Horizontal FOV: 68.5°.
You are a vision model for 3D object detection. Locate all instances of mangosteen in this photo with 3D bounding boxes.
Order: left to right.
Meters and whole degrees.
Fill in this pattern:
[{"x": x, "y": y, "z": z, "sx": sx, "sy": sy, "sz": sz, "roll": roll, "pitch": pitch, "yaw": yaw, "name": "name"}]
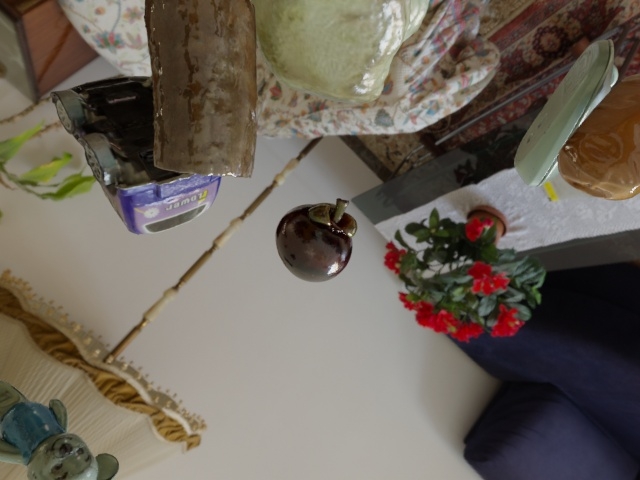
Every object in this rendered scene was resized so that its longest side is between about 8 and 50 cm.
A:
[{"x": -0.003, "y": 0.002, "z": 0.460, "sx": 0.081, "sy": 0.081, "sz": 0.081, "roll": 31, "pitch": 154, "yaw": 17, "name": "mangosteen"}]

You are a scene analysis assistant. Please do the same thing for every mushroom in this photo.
[{"x": 0.006, "y": -0.248, "z": 0.543, "sx": 0.190, "sy": 0.164, "sz": 0.267, "roll": 6, "pitch": -160, "yaw": -16, "name": "mushroom"}]

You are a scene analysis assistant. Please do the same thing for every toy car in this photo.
[{"x": -0.249, "y": -0.123, "z": 0.656, "sx": 0.235, "sy": 0.172, "sz": 0.158, "roll": 48, "pitch": 142, "yaw": 23, "name": "toy car"}]

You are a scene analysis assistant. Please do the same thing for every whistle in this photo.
[{"x": -0.385, "y": 0.268, "z": 0.640, "sx": 0.236, "sy": 0.114, "sz": 0.077, "roll": 34, "pitch": 121, "yaw": 20, "name": "whistle"}]

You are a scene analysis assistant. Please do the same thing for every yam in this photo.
[{"x": -0.084, "y": -0.110, "z": 0.337, "sx": 0.084, "sy": 0.084, "sz": 0.127, "roll": 10, "pitch": 101, "yaw": 46, "name": "yam"}]

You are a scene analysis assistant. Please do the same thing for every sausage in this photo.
[{"x": 0.471, "y": -0.163, "z": 0.714, "sx": 0.136, "sy": 0.241, "sz": 0.120, "roll": 34, "pitch": 166, "yaw": 28, "name": "sausage"}]

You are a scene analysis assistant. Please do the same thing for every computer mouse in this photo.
[{"x": 0.472, "y": -0.223, "z": 0.887, "sx": 0.097, "sy": 0.159, "sz": 0.288, "roll": 28, "pitch": 138, "yaw": 5, "name": "computer mouse"}]
